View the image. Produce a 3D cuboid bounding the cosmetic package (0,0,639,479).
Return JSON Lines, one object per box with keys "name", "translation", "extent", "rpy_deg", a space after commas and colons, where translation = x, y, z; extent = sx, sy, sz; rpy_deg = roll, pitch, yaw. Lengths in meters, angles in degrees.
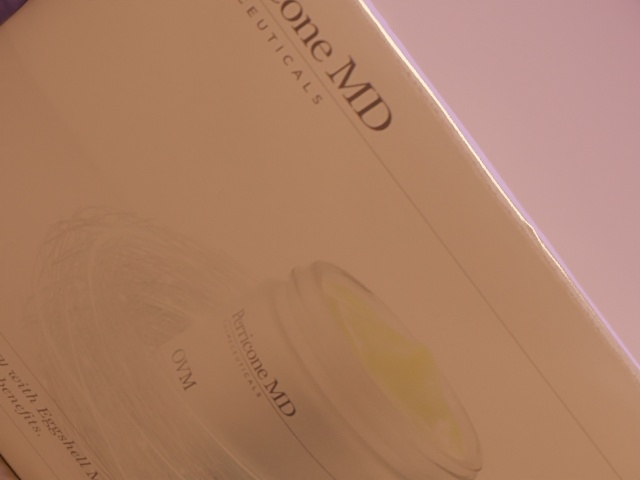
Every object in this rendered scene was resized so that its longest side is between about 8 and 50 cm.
{"name": "cosmetic package", "translation": [0.000, 0.000, 0.602], "extent": [0.224, 0.224, 0.138], "rpy_deg": [53, 37, -6]}
